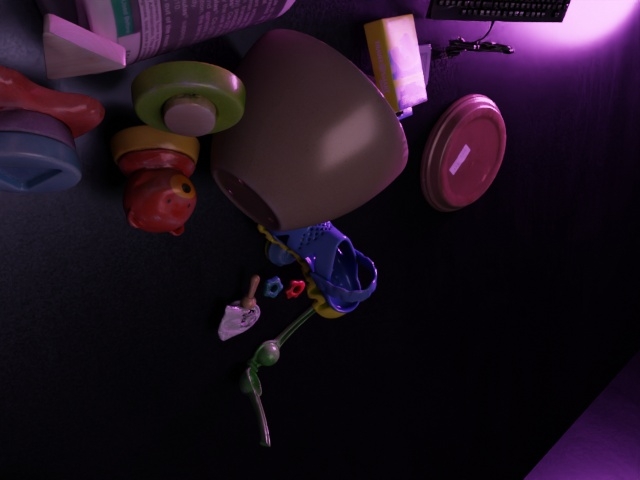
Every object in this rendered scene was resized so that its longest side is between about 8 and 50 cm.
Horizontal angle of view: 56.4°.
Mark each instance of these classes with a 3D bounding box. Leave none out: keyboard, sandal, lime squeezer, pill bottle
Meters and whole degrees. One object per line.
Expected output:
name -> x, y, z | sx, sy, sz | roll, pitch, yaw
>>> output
keyboard -> 0.351, -0.446, 1.169 | 0.317, 0.033, 0.201 | -6, 136, -20
sandal -> 0.000, 0.000, 1.036 | 0.126, 0.138, 0.317 | -47, 112, -28
lime squeezer -> -0.097, 0.242, 1.160 | 0.059, 0.110, 0.310 | 48, 46, -29
pill bottle -> -0.147, -0.348, 0.715 | 0.361, 0.204, 0.204 | -29, 129, -28

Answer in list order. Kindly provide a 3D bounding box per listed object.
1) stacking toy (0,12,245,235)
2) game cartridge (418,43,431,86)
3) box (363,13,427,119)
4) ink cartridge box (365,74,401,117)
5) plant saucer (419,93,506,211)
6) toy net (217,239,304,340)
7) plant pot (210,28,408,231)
stacking toy -> -0.243, -0.104, 0.698 | 0.309, 0.280, 0.130 | 8, 71, -41
game cartridge -> 0.190, -0.339, 1.165 | 0.056, 0.017, 0.083 | -21, 124, -38
box -> 0.138, -0.305, 1.067 | 0.109, 0.043, 0.178 | -31, 113, -45
ink cartridge box -> 0.069, -0.192, 1.110 | 0.097, 0.046, 0.207 | 32, 89, -46
plant saucer -> 0.334, -0.191, 1.359 | 0.278, 0.041, 0.277 | -21, 125, -33
toy net -> -0.106, 0.093, 1.108 | 0.232, 0.045, 0.122 | -48, 137, -10
plant pot -> -0.047, -0.126, 0.857 | 0.191, 0.284, 0.284 | -49, 136, -17
